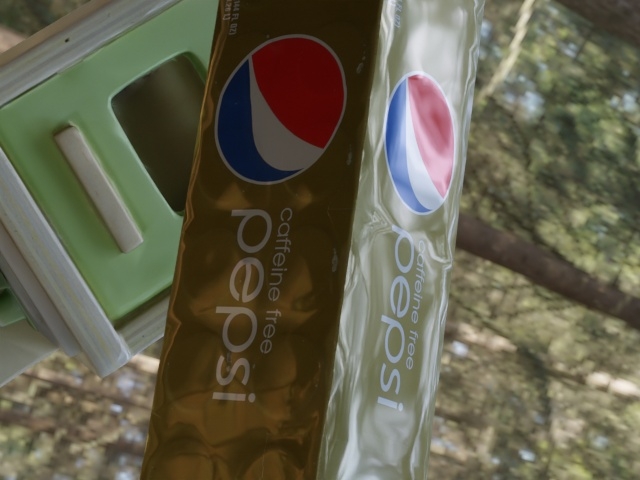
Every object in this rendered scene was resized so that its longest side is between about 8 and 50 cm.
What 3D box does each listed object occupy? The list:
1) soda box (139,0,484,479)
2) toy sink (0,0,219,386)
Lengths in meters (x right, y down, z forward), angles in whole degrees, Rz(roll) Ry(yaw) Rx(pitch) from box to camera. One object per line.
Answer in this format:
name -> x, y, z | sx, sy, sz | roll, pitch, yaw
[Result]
soda box -> 0.000, 0.000, 0.425 | 0.061, 0.058, 0.181 | -1, -105, 34
toy sink -> -0.117, -0.029, 0.734 | 0.234, 0.153, 0.131 | -33, -165, -15
